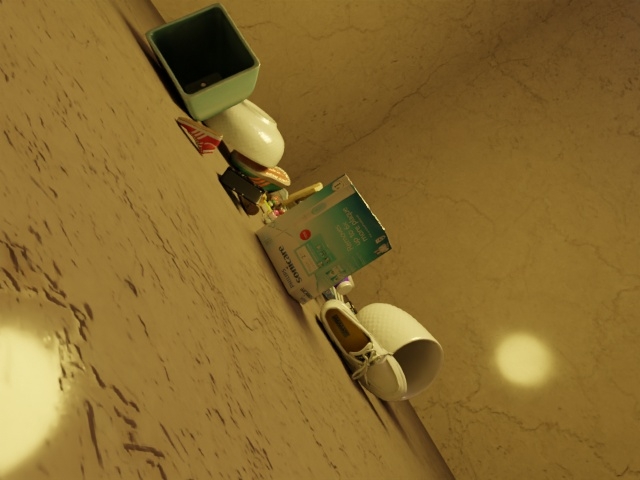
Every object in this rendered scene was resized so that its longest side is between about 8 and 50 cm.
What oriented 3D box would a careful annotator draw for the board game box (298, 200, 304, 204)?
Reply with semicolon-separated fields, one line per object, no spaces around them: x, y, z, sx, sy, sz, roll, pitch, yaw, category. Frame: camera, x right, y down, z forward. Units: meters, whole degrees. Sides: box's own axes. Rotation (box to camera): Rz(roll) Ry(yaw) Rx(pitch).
0.000;0.000;1.707;0.144;0.141;0.276;-117;-157;-77;board game box

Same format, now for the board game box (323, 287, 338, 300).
0.009;0.191;2.143;0.160;0.039;0.211;59;3;34;board game box

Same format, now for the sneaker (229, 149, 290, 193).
-0.256;-0.255;1.867;0.302;0.121;0.108;25;42;-48;sneaker

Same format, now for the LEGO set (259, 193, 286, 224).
-0.156;-0.112;1.742;0.132;0.107;0.287;57;2;-32;LEGO set

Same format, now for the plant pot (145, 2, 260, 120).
-0.352;-0.516;1.487;0.247;0.247;0.252;57;-14;9;plant pot

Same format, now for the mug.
0.266;0.441;1.863;0.328;0.276;0.375;-133;-142;-57;mug

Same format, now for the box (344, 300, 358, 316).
0.219;0.478;2.318;0.322;0.079;0.257;57;0;-19;box

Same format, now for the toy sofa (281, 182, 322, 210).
0.000;-0.034;1.885;0.363;0.150;0.177;67;18;-6;toy sofa

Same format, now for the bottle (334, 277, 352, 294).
0.048;0.112;2.072;0.092;0.118;0.283;53;6;-51;bottle

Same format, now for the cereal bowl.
-0.266;-0.423;1.775;0.338;0.141;0.339;36;15;-11;cereal bowl

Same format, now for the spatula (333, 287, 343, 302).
0.094;0.290;2.133;0.242;0.019;0.168;-101;165;-45;spatula

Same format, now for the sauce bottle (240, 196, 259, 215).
-0.213;-0.122;1.409;0.042;0.042;0.128;56;4;-41;sauce bottle

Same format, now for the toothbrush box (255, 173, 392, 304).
0.008;-0.001;1.291;0.216;0.295;0.126;59;4;27;toothbrush box

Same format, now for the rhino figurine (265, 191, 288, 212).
-0.194;-0.160;2.139;0.106;0.073;0.243;61;1;-31;rhino figurine

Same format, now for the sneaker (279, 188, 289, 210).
-0.198;-0.185;2.515;0.258;0.094;0.091;-114;-169;-46;sneaker

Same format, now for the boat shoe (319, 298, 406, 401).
0.128;0.331;1.404;0.367;0.135;0.156;55;1;3;boat shoe

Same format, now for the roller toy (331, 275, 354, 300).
0.071;0.176;2.369;0.191;0.146;0.209;-111;179;-53;roller toy

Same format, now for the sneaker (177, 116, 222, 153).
-0.315;-0.262;1.211;0.118;0.067;0.042;22;22;-27;sneaker

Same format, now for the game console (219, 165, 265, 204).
-0.221;-0.140;1.314;0.122;0.071;0.107;34;-23;-12;game console
